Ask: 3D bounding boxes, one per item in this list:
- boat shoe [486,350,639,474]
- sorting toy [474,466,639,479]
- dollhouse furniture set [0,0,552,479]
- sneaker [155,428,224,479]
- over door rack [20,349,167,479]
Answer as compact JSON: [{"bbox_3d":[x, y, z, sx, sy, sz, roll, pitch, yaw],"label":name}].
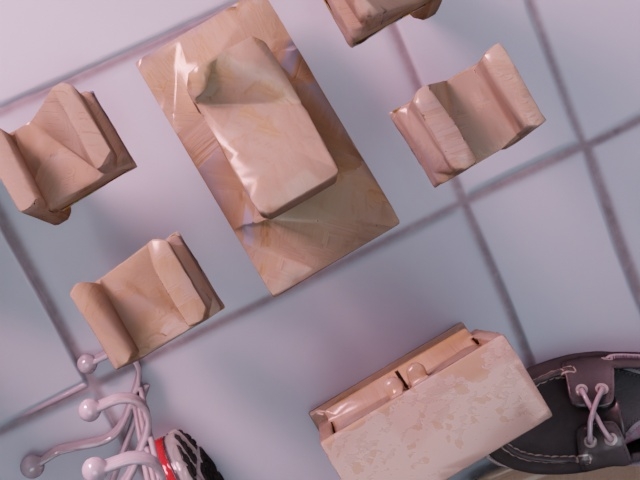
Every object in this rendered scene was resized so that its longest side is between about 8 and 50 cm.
[{"bbox_3d":[0.311,0.153,0.973,0.335,0.095,0.112,-3,77,-16],"label":"boat shoe"},{"bbox_3d":[0.262,0.285,1.051,0.208,0.038,0.192,-22,108,-10],"label":"sorting toy"},{"bbox_3d":[0.000,0.000,0.862,0.362,0.256,0.394,-30,87,-3],"label":"dollhouse furniture set"},{"bbox_3d":[-0.124,0.309,0.943,0.119,0.107,0.278,-13,107,-2],"label":"sneaker"},{"bbox_3d":[-0.199,0.276,0.844,0.108,0.239,0.324,6,103,-15],"label":"over door rack"}]
